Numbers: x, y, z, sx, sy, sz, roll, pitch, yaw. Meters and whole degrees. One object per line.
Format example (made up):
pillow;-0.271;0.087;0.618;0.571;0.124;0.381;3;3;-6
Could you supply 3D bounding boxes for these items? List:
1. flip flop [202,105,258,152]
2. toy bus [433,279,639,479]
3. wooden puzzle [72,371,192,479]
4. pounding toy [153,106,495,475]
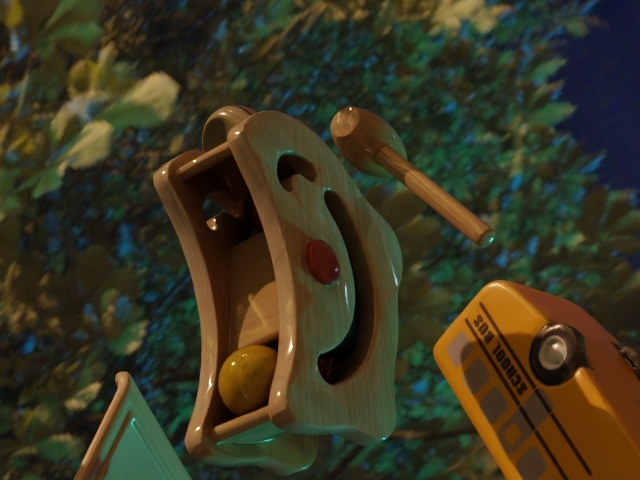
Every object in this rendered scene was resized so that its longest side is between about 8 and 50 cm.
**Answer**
flip flop;-0.040;-0.016;1.214;0.080;0.112;0.277;-7;-138;-33
toy bus;0.223;0.172;1.191;0.108;0.130;0.332;19;-150;-40
wooden puzzle;-0.150;0.255;1.126;0.238;0.044;0.221;-73;-30;-43
pounding toy;0.000;0.000;0.895;0.154;0.155;0.269;38;-139;-35
